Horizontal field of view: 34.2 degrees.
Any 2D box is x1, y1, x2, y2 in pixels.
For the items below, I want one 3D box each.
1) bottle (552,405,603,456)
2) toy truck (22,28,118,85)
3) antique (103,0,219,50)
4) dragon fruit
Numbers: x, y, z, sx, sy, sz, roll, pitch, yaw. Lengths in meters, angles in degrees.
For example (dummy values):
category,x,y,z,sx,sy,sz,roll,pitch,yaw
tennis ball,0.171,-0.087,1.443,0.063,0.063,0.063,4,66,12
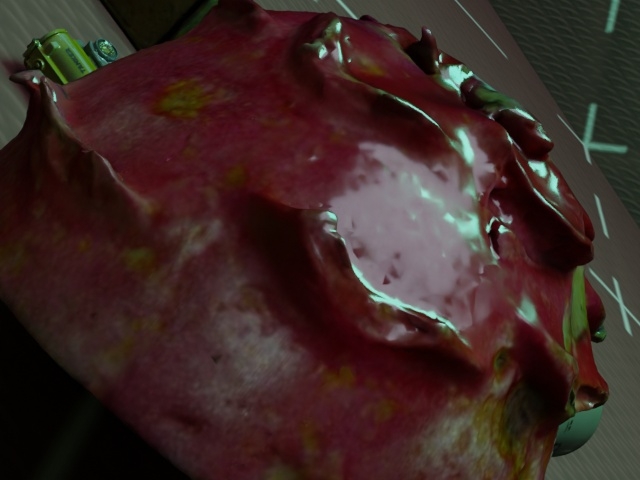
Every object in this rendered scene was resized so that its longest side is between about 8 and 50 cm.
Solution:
category,x,y,z,sx,sy,sz,roll,pitch,yaw
bottle,0.165,0.142,0.940,0.233,0.110,0.110,15,42,-54
toy truck,-0.167,-0.099,0.774,0.123,0.052,0.063,53,28,8
antique,-0.198,-0.315,0.971,0.310,0.093,0.087,54,24,5
dragon fruit,0.000,0.000,0.597,0.371,0.249,0.386,34,6,-43
